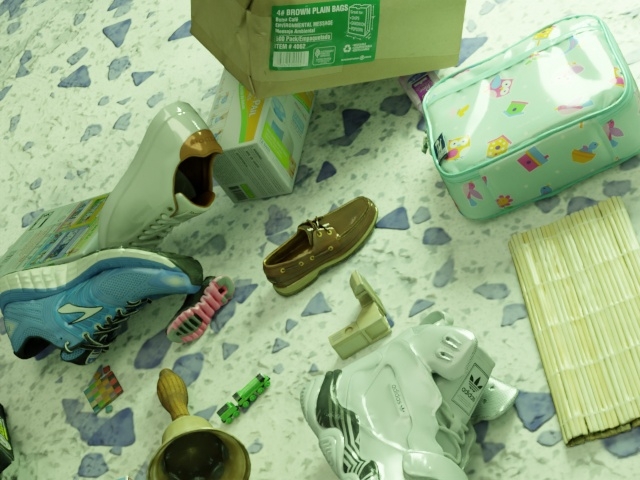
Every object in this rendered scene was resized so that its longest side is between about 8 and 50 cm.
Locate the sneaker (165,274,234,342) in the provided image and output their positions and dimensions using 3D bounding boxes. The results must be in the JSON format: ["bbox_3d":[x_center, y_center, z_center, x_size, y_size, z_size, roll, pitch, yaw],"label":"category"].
[{"bbox_3d":[-0.172,0.092,1.827,0.119,0.047,0.057,-46,34,-20],"label":"sneaker"}]

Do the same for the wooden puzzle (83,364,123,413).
[{"bbox_3d":[-0.299,0.208,1.833,0.049,0.006,0.083,-39,41,-2],"label":"wooden puzzle"}]

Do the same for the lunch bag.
[{"bbox_3d":[0.263,-0.162,1.701,0.279,0.108,0.224,-23,43,16],"label":"lunch bag"}]

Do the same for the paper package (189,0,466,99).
[{"bbox_3d":[0.004,-0.347,1.891,0.325,0.168,0.309,-11,31,-22],"label":"paper package"}]

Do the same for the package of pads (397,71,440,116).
[{"bbox_3d":[0.147,-0.215,1.888,0.050,0.032,0.083,-34,41,6],"label":"package of pads"}]

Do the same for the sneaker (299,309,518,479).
[{"bbox_3d":[0.125,0.220,1.426,0.210,0.137,0.366,-39,38,3],"label":"sneaker"}]

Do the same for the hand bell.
[{"bbox_3d":[-0.173,0.228,1.678,0.126,0.126,0.242,-36,28,2],"label":"hand bell"}]

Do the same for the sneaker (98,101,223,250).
[{"bbox_3d":[-0.224,-0.045,1.871,0.123,0.106,0.290,46,127,27],"label":"sneaker"}]

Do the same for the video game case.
[{"bbox_3d":[-0.389,-0.006,2.024,0.193,0.023,0.212,-14,25,25],"label":"video game case"}]

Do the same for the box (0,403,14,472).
[{"bbox_3d":[-0.540,0.329,1.797,0.270,0.060,0.216,-42,20,-6],"label":"box"}]

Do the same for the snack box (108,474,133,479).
[{"bbox_3d":[-0.319,0.353,1.702,0.178,0.022,0.064,-20,43,19],"label":"snack box"}]

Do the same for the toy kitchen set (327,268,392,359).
[{"bbox_3d":[0.034,0.085,1.665,0.075,0.068,0.083,-31,41,7],"label":"toy kitchen set"}]

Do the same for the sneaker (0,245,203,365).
[{"bbox_3d":[-0.302,0.096,1.858,0.330,0.130,0.147,-15,77,27],"label":"sneaker"}]

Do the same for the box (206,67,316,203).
[{"bbox_3d":[-0.091,-0.172,1.953,0.103,0.114,0.203,-10,47,27],"label":"box"}]

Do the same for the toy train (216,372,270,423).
[{"bbox_3d":[-0.098,0.198,1.688,0.083,0.024,0.017,-44,41,-7],"label":"toy train"}]

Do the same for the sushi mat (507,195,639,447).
[{"bbox_3d":[0.312,0.084,1.512,0.151,0.019,0.316,-23,43,14],"label":"sushi mat"}]

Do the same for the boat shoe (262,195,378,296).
[{"bbox_3d":[0.000,0.000,1.773,0.178,0.060,0.064,-39,41,-2],"label":"boat shoe"}]
